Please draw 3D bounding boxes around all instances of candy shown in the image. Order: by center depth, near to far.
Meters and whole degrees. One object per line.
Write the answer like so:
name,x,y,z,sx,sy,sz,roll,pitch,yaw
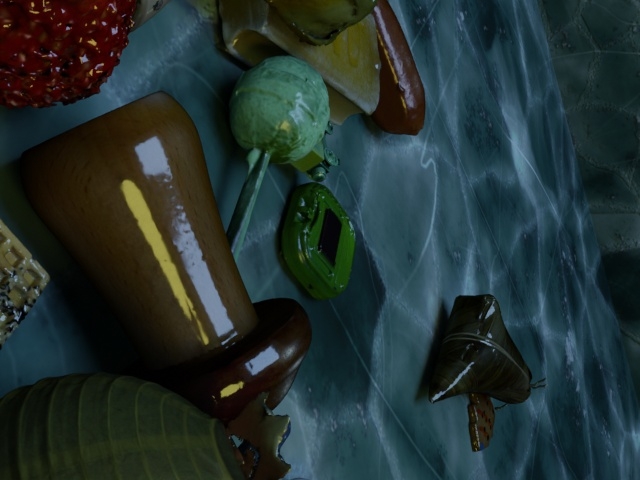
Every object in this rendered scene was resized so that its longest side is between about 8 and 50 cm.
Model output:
candy,-0.091,-0.022,0.947,0.119,0.119,0.440,47,52,-44

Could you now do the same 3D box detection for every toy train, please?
toy train,-0.017,-0.132,1.122,0.081,0.050,0.122,35,35,-39

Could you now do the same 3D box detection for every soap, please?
soap,-0.023,-0.281,1.132,0.274,0.089,0.174,23,61,-55

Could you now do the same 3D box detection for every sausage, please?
sausage,0.077,-0.317,1.316,0.097,0.094,0.349,-68,137,-64

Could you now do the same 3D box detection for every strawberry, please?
strawberry,-0.219,-0.199,0.663,0.184,0.201,0.187,29,74,-33

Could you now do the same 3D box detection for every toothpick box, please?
toothpick box,-0.131,0.031,0.749,0.192,0.192,0.294,-43,112,-56

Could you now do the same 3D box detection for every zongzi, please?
zongzi,0.271,0.252,1.467,0.248,0.111,0.241,56,48,-29

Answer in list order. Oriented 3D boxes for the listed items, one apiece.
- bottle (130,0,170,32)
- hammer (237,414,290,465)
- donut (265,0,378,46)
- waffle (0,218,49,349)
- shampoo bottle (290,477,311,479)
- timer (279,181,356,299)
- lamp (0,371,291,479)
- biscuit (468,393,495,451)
bottle,-0.176,-0.274,0.854,0.099,0.098,0.152,65,34,-25
hammer,-0.092,0.226,0.767,0.069,0.194,0.116,49,17,28
donut,-0.010,-0.365,0.999,0.272,0.107,0.272,32,52,-53
waffle,-0.276,0.014,0.640,0.148,0.042,0.102,60,35,-32
shampoo bottle,-0.021,0.322,0.988,0.072,0.043,0.099,58,36,-33
timer,0.000,0.000,1.124,0.128,0.047,0.140,52,38,-39
lamp,-0.137,0.198,0.591,0.250,0.284,0.250,56,2,-2
biscuit,0.295,0.328,1.568,0.119,0.019,0.130,54,39,-38
